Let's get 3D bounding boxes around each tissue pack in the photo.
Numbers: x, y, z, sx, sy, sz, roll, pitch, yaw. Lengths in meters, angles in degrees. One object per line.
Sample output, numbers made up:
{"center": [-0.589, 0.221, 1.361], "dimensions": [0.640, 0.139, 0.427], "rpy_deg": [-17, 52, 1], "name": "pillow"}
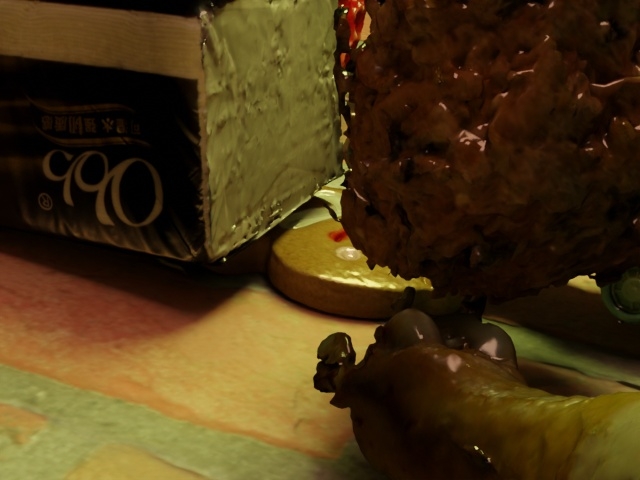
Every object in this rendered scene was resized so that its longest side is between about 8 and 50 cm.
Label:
{"center": [-0.188, -0.126, 0.909], "dimensions": [0.370, 0.198, 0.210], "rpy_deg": [11, 30, 26], "name": "tissue pack"}

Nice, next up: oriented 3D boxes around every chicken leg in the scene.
{"center": [0.134, 0.115, 0.516], "dimensions": [0.153, 0.201, 0.429], "rpy_deg": [43, -10, -32], "name": "chicken leg"}

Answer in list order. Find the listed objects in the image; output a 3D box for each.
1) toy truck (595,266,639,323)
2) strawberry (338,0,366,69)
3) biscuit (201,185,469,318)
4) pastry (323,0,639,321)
{"center": [0.215, -0.021, 0.863], "dimensions": [0.259, 0.135, 0.128], "rpy_deg": [18, 12, 28], "name": "toy truck"}
{"center": [-0.097, -0.238, 1.208], "dimensions": [0.291, 0.292, 0.310], "rpy_deg": [9, 66, 7], "name": "strawberry"}
{"center": [0.001, -0.003, 0.922], "dimensions": [0.184, 0.035, 0.249], "rpy_deg": [-13, 30, -40], "name": "biscuit"}
{"center": [0.126, -0.080, 0.700], "dimensions": [0.193, 0.275, 0.275], "rpy_deg": [33, 33, 33], "name": "pastry"}
